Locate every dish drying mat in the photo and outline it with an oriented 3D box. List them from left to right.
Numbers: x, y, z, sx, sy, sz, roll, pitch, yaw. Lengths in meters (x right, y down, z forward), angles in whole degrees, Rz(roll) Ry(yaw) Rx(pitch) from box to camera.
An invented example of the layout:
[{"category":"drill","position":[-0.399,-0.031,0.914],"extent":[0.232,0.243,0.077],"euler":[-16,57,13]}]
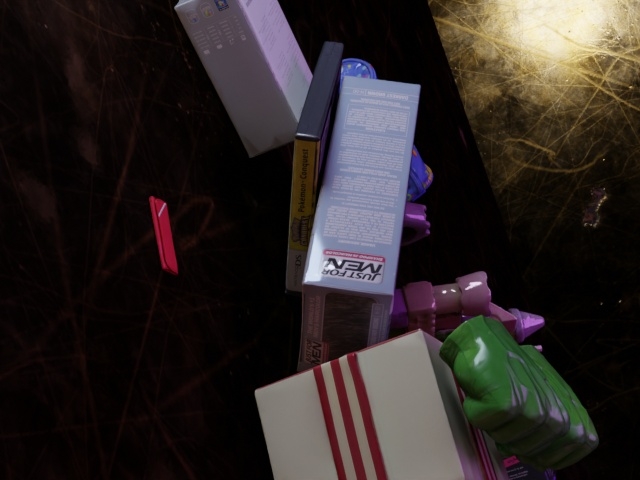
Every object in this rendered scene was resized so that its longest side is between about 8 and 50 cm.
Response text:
[{"category":"dish drying mat","position":[-0.166,-0.005,1.221],"extent":[0.032,0.008,0.083],"euler":[35,39,-65]}]

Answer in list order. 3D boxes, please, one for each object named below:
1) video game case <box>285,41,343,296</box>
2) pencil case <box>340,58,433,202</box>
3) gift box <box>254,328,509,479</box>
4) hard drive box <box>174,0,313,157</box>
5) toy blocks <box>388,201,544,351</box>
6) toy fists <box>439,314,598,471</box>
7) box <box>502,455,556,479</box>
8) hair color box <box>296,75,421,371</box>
[{"category":"video game case","position":[-0.007,-0.102,1.567],"extent":[0.275,0.035,0.248],"euler":[-77,173,-55]},{"category":"pencil case","position":[0.099,-0.187,2.066],"extent":[0.133,0.119,0.306],"euler":[45,-8,49]},{"category":"gift box","position":[0.105,0.277,1.345],"extent":[0.276,0.255,0.258],"euler":[29,42,-57]},{"category":"hard drive box","position":[-0.095,-0.262,1.592],"extent":[0.181,0.089,0.232],"euler":[-75,142,-62]},{"category":"toy blocks","position":[0.210,0.118,1.716],"extent":[0.289,0.260,0.309],"euler":[82,-2,-60]},{"category":"toy fists","position":[0.229,0.187,1.294],"extent":[0.142,0.096,0.279],"euler":[53,10,32]},{"category":"box","position":[0.338,0.351,2.191],"extent":[0.270,0.143,0.165],"euler":[68,17,-6]},{"category":"hair color box","position":[0.054,-0.022,1.503],"extent":[0.185,0.113,0.374],"euler":[94,6,-49]}]
